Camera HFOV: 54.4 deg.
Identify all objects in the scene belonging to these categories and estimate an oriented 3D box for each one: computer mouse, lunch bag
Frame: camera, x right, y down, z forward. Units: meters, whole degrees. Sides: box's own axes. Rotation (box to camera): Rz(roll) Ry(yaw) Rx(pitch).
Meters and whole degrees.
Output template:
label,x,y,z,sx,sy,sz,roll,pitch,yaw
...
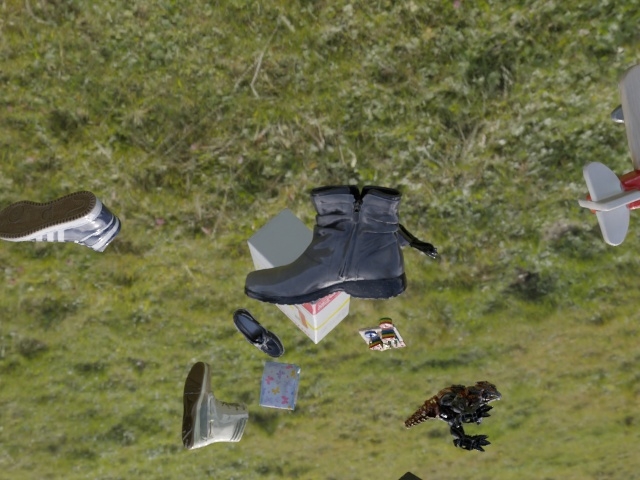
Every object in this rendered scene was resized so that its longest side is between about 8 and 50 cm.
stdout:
label,x,y,z,sx,sy,sz,roll,pitch,yaw
computer mouse,0.124,-0.037,1.362,0.262,0.184,0.060,15,100,-30
lunch bag,-0.077,0.278,1.205,0.071,0.083,0.053,5,178,4

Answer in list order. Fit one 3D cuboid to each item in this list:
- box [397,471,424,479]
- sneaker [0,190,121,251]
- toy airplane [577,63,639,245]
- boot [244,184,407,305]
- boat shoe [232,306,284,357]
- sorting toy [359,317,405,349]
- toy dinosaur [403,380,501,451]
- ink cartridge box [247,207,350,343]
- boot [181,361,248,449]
label,x,y,z,sx,sy,sz,roll,pitch,yaw
box,0.203,0.703,1.503,0.270,0.165,0.143,-5,114,-57
sneaker,-0.607,-0.030,1.461,0.282,0.099,0.153,-10,154,14
toy airplane,0.764,-0.141,1.371,0.384,0.272,0.386,27,114,10
boot,0.000,0.000,1.216,0.338,0.118,0.223,-6,109,10
boat shoe,-0.118,0.179,1.180,0.046,0.038,0.125,-39,98,7
sorting toy,0.223,0.360,2.259,0.132,0.046,0.274,-10,147,16
toy dinosaur,0.414,0.523,1.898,0.322,0.218,0.164,-30,118,-9
ink cartridge box,-0.056,0.121,1.888,0.160,0.279,0.385,-42,161,-17
boot,-0.261,0.412,1.579,0.165,0.213,0.077,8,176,-41
